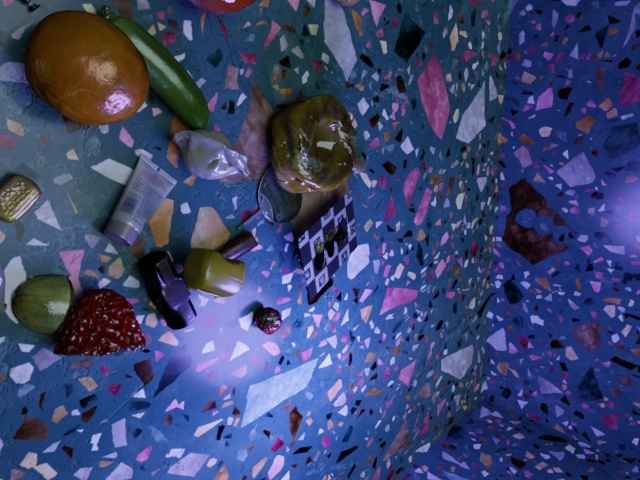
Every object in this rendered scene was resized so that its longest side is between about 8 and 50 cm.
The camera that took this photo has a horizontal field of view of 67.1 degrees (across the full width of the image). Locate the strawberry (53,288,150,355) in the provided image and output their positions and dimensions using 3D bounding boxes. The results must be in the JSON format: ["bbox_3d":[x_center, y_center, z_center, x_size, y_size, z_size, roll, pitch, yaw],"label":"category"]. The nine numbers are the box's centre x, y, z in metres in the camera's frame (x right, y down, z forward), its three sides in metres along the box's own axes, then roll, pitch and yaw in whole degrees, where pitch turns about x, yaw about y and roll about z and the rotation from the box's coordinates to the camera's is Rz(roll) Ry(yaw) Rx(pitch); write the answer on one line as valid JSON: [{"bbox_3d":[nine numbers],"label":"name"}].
[{"bbox_3d":[-0.574,0.216,1.274,0.234,0.234,0.177,1,85,-45],"label":"strawberry"}]

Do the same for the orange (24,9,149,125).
[{"bbox_3d":[-0.528,-0.392,1.107,0.261,0.261,0.260,-14,111,-42],"label":"orange"}]

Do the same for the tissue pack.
[{"bbox_3d":[-0.315,0.102,1.434,0.178,0.123,0.127,28,68,-52],"label":"tissue pack"}]

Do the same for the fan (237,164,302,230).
[{"bbox_3d":[-0.158,-0.126,1.727,0.223,0.012,0.294,34,77,-46],"label":"fan"}]

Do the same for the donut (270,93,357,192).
[{"bbox_3d":[-0.025,-0.328,1.691,0.360,0.170,0.360,-5,98,-46],"label":"donut"}]

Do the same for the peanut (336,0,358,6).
[{"bbox_3d":[0.102,-0.906,1.701,0.141,0.109,0.159,14,87,-32],"label":"peanut"}]

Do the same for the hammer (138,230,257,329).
[{"bbox_3d":[-0.355,0.082,1.533,0.409,0.095,0.242,-35,124,-36],"label":"hammer"}]

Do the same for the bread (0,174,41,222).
[{"bbox_3d":[-0.721,-0.098,1.136,0.082,0.056,0.115,38,70,-21],"label":"bread"}]

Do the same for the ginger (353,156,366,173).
[{"bbox_3d":[0.124,-0.319,1.929,0.173,0.051,0.069,28,77,-47],"label":"ginger"}]

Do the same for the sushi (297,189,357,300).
[{"bbox_3d":[0.000,0.000,1.872,0.373,0.100,0.296,-46,139,-40],"label":"sushi"}]

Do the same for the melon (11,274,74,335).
[{"bbox_3d":[-0.701,0.164,1.212,0.128,0.079,0.160,21,87,-41],"label":"melon"}]

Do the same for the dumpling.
[{"bbox_3d":[-0.309,-0.250,1.410,0.258,0.193,0.146,31,74,-42],"label":"dumpling"}]

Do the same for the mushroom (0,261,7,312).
[{"bbox_3d":[-0.794,0.022,1.070,0.109,0.097,0.351,-34,126,-34],"label":"mushroom"}]

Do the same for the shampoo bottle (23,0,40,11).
[{"bbox_3d":[-0.684,-0.572,1.062,0.048,0.027,0.137,-52,132,-19],"label":"shampoo bottle"}]

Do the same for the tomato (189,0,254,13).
[{"bbox_3d":[-0.273,-0.739,1.288,0.256,0.225,0.255,-9,103,-41],"label":"tomato"}]

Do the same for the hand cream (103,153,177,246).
[{"bbox_3d":[-0.508,-0.108,1.344,0.133,0.083,0.247,47,57,-42],"label":"hand cream"}]

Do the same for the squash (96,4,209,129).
[{"bbox_3d":[-0.429,-0.453,1.298,0.395,0.107,0.107,47,67,-40],"label":"squash"}]

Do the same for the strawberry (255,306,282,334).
[{"bbox_3d":[-0.190,0.295,1.759,0.106,0.106,0.106,-14,111,-42],"label":"strawberry"}]
